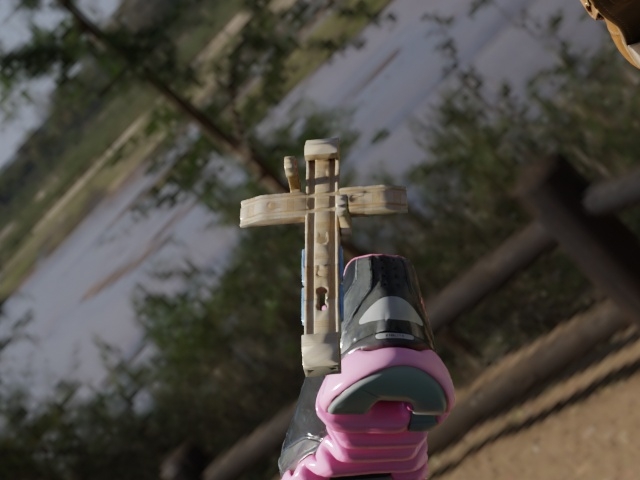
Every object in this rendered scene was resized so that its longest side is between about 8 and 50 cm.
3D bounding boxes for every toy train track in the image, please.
[{"bbox_3d":[0.000,0.000,0.451,0.048,0.014,0.083,-5,49,6],"label":"toy train track"}]

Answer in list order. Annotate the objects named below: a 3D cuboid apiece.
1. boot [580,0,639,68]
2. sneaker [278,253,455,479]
[{"bbox_3d":[0.202,-0.202,1.162,0.073,0.197,0.152,-28,34,3],"label":"boot"},{"bbox_3d":[0.011,0.045,0.506,0.119,0.047,0.057,113,153,-57],"label":"sneaker"}]
